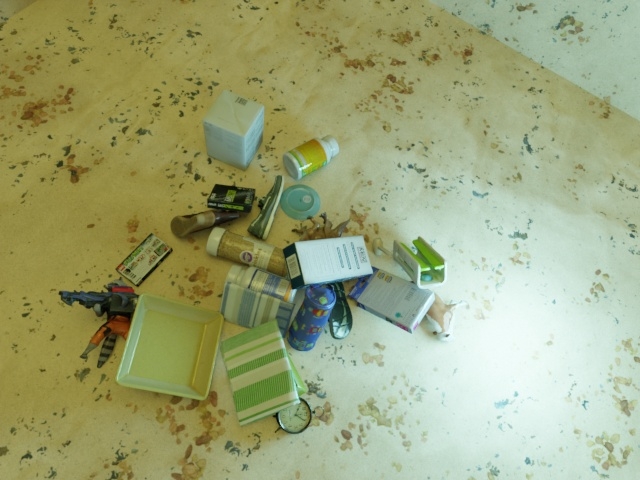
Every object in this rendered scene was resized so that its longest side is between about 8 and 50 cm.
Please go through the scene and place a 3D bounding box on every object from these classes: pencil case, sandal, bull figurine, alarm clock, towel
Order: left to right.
[{"bbox_3d":[-0.252,0.270,1.824,0.285,0.209,0.034,18,38,0],"label":"towel"},{"bbox_3d":[-0.230,0.488,1.749,0.248,0.038,0.324,-23,64,5],"label":"towel"},{"bbox_3d":[-0.080,0.643,1.739,0.192,0.064,0.129,-1,75,-13],"label":"alarm clock"},{"bbox_3d":[-0.039,0.290,1.786,0.120,0.306,0.133,-4,46,-28],"label":"pencil case"},{"bbox_3d":[0.056,0.273,1.925,0.120,0.086,0.302,27,39,-35],"label":"sandal"},{"bbox_3d":[0.491,0.274,1.975,0.188,0.101,0.310,-33,74,-23],"label":"bull figurine"}]

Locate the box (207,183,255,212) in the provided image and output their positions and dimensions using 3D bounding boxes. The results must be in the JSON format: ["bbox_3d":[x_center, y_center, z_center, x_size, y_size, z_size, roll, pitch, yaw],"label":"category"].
[{"bbox_3d":[-0.383,-0.185,2.040,0.184,0.045,0.190,9,27,-6],"label":"box"}]

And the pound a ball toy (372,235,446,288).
[{"bbox_3d":[0.365,0.092,1.978,0.208,0.135,0.319,-9,24,-10],"label":"pound a ball toy"}]

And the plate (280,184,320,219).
[{"bbox_3d":[-0.090,-0.180,2.144,0.188,0.024,0.188,3,64,-6],"label":"plate"}]

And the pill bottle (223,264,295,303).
[{"bbox_3d":[-0.240,0.194,1.880,0.272,0.152,0.152,19,64,2],"label":"pill bottle"}]

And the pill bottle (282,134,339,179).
[{"bbox_3d":[-0.040,-0.394,2.187,0.246,0.136,0.136,-32,73,-20],"label":"pill bottle"}]

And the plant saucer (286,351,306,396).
[{"bbox_3d":[-0.174,0.534,1.791,0.189,0.045,0.188,-25,71,-17],"label":"plant saucer"}]

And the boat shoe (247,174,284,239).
[{"bbox_3d":[-0.236,-0.159,2.065,0.099,0.116,0.319,17,69,-4],"label":"boat shoe"}]

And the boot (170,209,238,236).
[{"bbox_3d":[-0.494,-0.076,1.993,0.207,0.249,0.090,-10,90,-49],"label":"boot"}]

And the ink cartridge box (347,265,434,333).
[{"bbox_3d":[0.288,0.236,1.936,0.311,0.065,0.185,25,64,32],"label":"ink cartridge box"}]

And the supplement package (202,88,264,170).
[{"bbox_3d":[-0.385,-0.491,2.113,0.200,0.262,0.198,24,64,3],"label":"supplement package"}]

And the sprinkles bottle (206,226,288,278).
[{"bbox_3d":[-0.289,0.051,1.956,0.356,0.121,0.121,18,64,0],"label":"sprinkles bottle"}]

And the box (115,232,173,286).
[{"bbox_3d":[-0.721,0.078,1.929,0.114,0.036,0.207,35,66,9],"label":"box"}]

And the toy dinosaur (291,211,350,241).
[{"bbox_3d":[0.000,0.000,2.022,0.296,0.127,0.200,-13,68,-18],"label":"toy dinosaur"}]

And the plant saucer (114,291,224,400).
[{"bbox_3d":[-0.553,0.395,1.733,0.333,0.081,0.332,22,61,-27],"label":"plant saucer"}]

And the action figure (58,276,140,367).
[{"bbox_3d":[-0.806,0.289,1.749,0.342,0.178,0.330,18,56,-27],"label":"action figure"}]

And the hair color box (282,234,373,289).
[{"bbox_3d":[0.033,0.085,1.894,0.348,0.105,0.173,-6,76,-36],"label":"hair color box"}]
